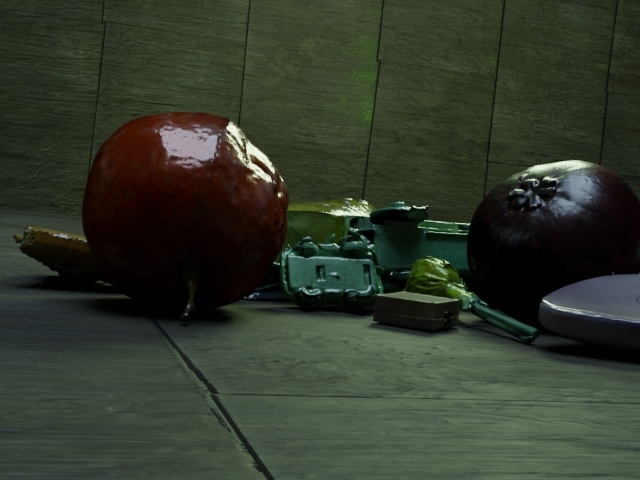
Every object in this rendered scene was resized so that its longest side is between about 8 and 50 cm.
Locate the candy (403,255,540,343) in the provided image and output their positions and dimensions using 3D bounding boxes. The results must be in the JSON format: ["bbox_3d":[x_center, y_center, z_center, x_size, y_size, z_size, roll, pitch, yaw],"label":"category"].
[{"bbox_3d":[0.187,0.080,1.135,0.077,0.073,0.262,34,-3,-26],"label":"candy"}]

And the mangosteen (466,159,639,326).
[{"bbox_3d":[0.326,0.024,1.229,0.236,0.235,0.261,8,-35,46],"label":"mangosteen"}]

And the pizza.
[{"bbox_3d":[-0.317,0.028,1.206,0.188,0.062,0.199,18,-9,-25],"label":"pizza"}]

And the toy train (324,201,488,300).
[{"bbox_3d":[0.158,0.024,1.410,0.369,0.150,0.237,4,-5,-31],"label":"toy train"}]

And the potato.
[{"bbox_3d":[0.000,0.000,1.625,0.298,0.141,0.176,-8,3,-38],"label":"potato"}]

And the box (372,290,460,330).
[{"bbox_3d":[0.116,0.083,1.091,0.083,0.035,0.079,6,3,29],"label":"box"}]

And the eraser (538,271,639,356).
[{"bbox_3d":[0.353,0.091,1.027,0.243,0.059,0.204,0,17,-16],"label":"eraser"}]

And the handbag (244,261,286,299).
[{"bbox_3d":[-0.081,0.048,1.307,0.144,0.057,0.221,9,1,-27],"label":"handbag"}]

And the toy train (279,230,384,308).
[{"bbox_3d":[0.021,0.049,1.187,0.149,0.099,0.081,-2,-29,-11],"label":"toy train"}]

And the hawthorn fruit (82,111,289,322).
[{"bbox_3d":[-0.148,-0.010,1.023,0.242,0.241,0.271,5,34,-9],"label":"hawthorn fruit"}]
